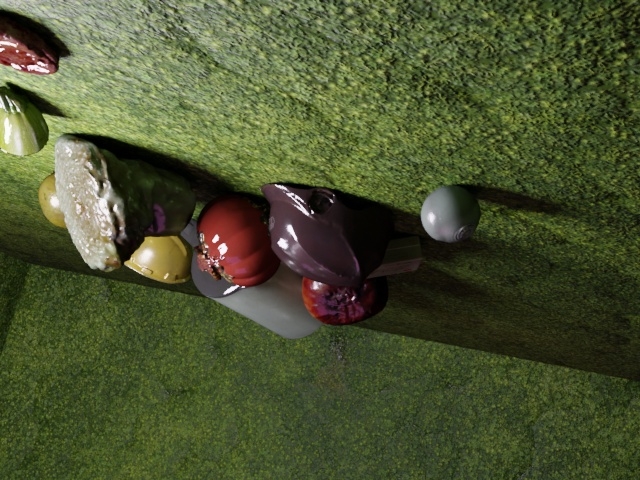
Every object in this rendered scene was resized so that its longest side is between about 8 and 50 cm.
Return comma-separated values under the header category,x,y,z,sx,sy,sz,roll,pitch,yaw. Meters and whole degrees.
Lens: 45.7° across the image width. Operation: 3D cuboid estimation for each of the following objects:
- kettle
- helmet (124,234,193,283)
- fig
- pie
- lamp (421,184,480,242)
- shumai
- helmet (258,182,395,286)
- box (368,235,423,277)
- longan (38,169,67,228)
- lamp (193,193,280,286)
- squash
category,x,y,z,sx,sy,sz,roll,pitch,yaw
kettle,-0.189,0.077,2.111,0.361,0.250,0.377,39,-176,38
helmet,-0.475,0.012,2.233,0.257,0.140,0.205,27,-162,-5
fig,0.069,0.121,1.999,0.224,0.223,0.263,9,171,19
pie,-0.467,-0.293,1.133,0.154,0.038,0.153,12,170,2
lamp,0.231,-0.046,1.343,0.105,0.105,0.105,12,167,3
shumai,-0.413,-0.106,1.665,0.264,0.303,0.309,-20,-174,-34
helmet,0.000,0.000,1.623,0.306,0.177,0.225,13,169,-4
box,0.133,0.047,1.790,0.201,0.058,0.141,-9,166,1
longan,-0.623,-0.110,1.872,0.176,0.145,0.154,50,148,16
lamp,-0.191,0.004,1.735,0.227,0.226,0.227,12,167,3
squash,-0.557,-0.235,1.400,0.105,0.105,0.132,15,149,-8
